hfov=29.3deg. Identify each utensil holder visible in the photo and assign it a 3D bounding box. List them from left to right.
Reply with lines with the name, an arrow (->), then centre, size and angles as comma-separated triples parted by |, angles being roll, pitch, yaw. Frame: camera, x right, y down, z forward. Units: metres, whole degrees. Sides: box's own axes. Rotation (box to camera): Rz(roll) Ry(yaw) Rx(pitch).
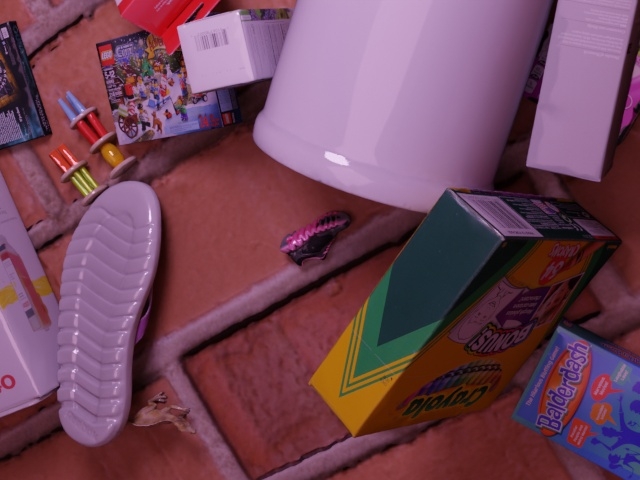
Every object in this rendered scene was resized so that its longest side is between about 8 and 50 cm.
utensil holder -> 0.117, -0.267, 1.550 | 0.327, 0.327, 0.386 | 20, 106, 14

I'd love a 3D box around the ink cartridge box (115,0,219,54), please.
ink cartridge box -> -0.226, -0.384, 1.710 | 0.134, 0.078, 0.231 | -44, 47, 22

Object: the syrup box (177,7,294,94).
syrup box -> -0.096, -0.262, 1.669 | 0.093, 0.237, 0.096 | -9, 98, 21

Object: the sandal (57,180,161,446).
sandal -> -0.325, 0.111, 1.911 | 0.169, 0.102, 0.416 | 14, 93, 28

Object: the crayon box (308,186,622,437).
crayon box -> 0.195, 0.090, 1.572 | 0.106, 0.363, 0.313 | 45, 113, 27

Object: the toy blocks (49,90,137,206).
toy blocks -> -0.372, -0.145, 1.894 | 0.123, 0.054, 0.148 | -40, 87, 22

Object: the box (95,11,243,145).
box -> -0.224, -0.232, 1.784 | 0.233, 0.044, 0.159 | -5, 101, 42

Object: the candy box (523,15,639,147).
candy box -> 0.380, -0.260, 1.590 | 0.159, 0.071, 0.233 | 31, 110, 11

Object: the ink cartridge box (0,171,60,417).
ink cartridge box -> -0.592, 0.101, 1.969 | 0.279, 0.160, 0.385 | -21, 94, 23

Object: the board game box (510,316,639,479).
board game box -> 0.395, 0.227, 1.706 | 0.210, 0.047, 0.160 | 27, 110, 13

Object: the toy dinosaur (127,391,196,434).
toy dinosaur -> -0.273, 0.279, 1.932 | 0.183, 0.092, 0.053 | -6, 99, 21

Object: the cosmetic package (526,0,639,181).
cosmetic package -> 0.332, -0.201, 1.514 | 0.107, 0.127, 0.238 | 11, 108, 18

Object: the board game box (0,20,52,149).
board game box -> -0.510, -0.241, 1.936 | 0.126, 0.026, 0.186 | -13, 97, 22

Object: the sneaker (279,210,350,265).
sneaker -> 0.000, 0.000, 1.805 | 0.119, 0.047, 0.057 | -27, 111, 25
